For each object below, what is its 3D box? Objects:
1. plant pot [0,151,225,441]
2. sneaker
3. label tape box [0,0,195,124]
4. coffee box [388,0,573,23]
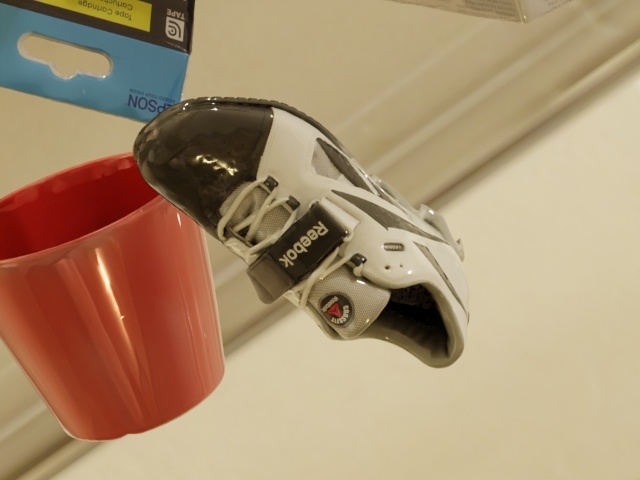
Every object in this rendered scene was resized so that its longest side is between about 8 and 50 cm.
[{"bbox_3d":[-0.232,0.066,1.857,0.275,0.275,0.243,-81,154,-66],"label":"plant pot"},{"bbox_3d":[0.000,0.000,1.377,0.330,0.122,0.146,26,32,-27],"label":"sneaker"},{"bbox_3d":[-0.237,-0.282,1.537,0.249,0.115,0.348,12,78,-34],"label":"label tape box"},{"bbox_3d":[0.178,-0.446,1.701,0.338,0.337,0.334,21,-46,53],"label":"coffee box"}]
